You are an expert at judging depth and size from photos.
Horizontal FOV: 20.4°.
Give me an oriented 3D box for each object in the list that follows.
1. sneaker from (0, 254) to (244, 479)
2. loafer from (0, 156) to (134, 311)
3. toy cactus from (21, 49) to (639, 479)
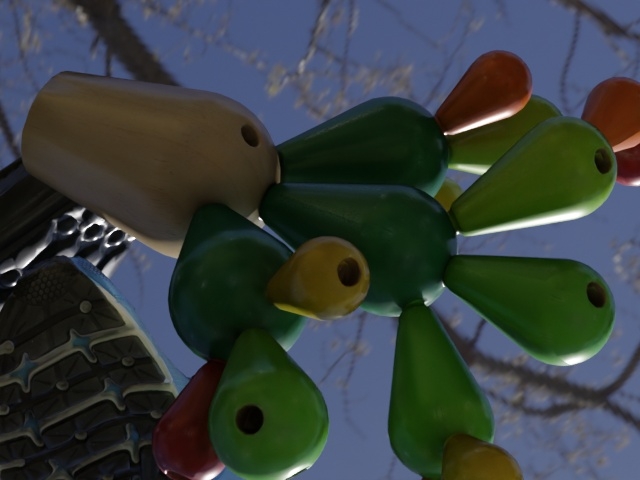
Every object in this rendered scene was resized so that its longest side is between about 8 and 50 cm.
[{"bbox_3d":[-0.065,0.065,0.597,0.063,0.162,0.073,-16,-143,7],"label":"sneaker"},{"bbox_3d":[-0.157,0.020,0.673,0.076,0.223,0.078,17,-138,-55],"label":"loafer"},{"bbox_3d":[0.000,0.000,0.517,0.180,0.112,0.219,21,-137,18],"label":"toy cactus"}]
